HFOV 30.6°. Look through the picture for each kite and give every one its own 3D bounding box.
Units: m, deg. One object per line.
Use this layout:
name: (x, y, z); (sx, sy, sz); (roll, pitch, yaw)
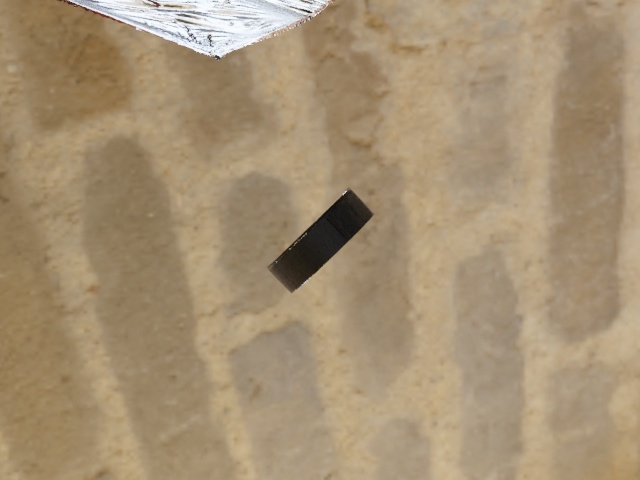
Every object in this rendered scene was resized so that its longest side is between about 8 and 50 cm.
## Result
kite: (-0.134, -0.195, 0.857); (0.377, 0.327, 0.013); (5, -64, -30)

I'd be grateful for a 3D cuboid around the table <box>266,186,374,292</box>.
table: (0.000, 0.000, 1.330); (0.043, 0.133, 0.133); (46, -152, -1)
